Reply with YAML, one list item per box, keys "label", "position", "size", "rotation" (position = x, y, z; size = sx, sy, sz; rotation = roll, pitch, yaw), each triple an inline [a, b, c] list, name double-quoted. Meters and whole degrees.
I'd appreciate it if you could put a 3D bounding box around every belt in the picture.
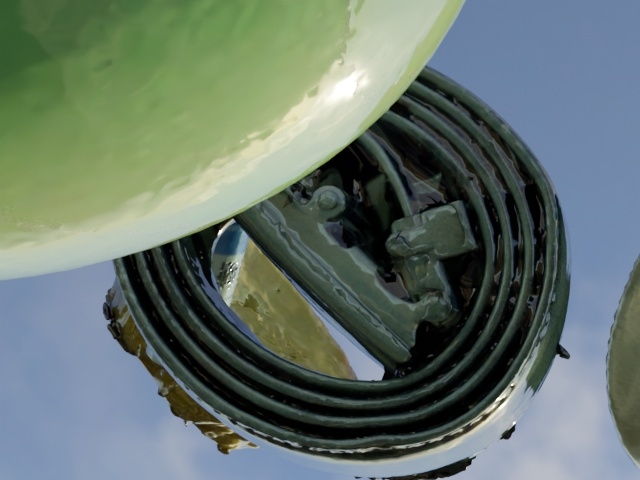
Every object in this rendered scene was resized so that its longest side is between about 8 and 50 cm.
- label: "belt"
  position: [0.000, 0.000, 1.006]
  size: [0.267, 0.206, 0.116]
  rotation: [32, -7, 18]

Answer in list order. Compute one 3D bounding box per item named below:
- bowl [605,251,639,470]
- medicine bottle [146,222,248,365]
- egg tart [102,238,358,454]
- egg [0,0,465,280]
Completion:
- label: "bowl"
  position: [0.408, 0.065, 1.220]
  size: [0.435, 0.196, 0.435]
  rotation: [-17, -44, -17]
- label: "medicine bottle"
  position: [-0.071, -0.006, 1.325]
  size: [0.051, 0.051, 0.191]
  rotation: [16, -72, -2]
- label: "egg tart"
  position: [-0.084, 0.081, 1.694]
  size: [0.120, 0.315, 0.315]
  rotation: [-38, -56, 11]
- label: "egg"
  position: [-0.091, -0.099, 0.440]
  size: [0.269, 0.220, 0.220]
  rotation: [10, -38, -7]
